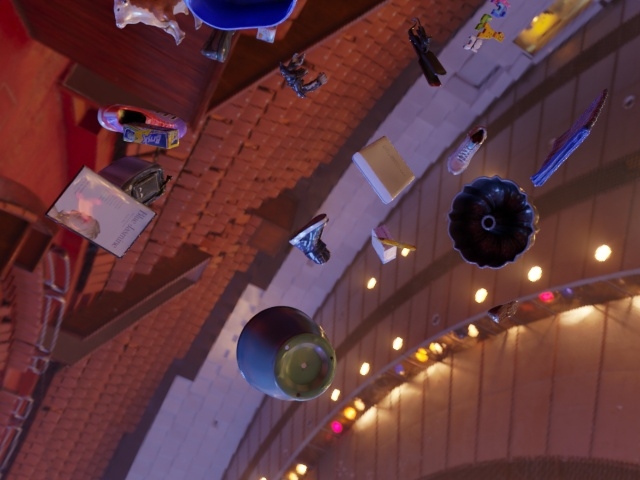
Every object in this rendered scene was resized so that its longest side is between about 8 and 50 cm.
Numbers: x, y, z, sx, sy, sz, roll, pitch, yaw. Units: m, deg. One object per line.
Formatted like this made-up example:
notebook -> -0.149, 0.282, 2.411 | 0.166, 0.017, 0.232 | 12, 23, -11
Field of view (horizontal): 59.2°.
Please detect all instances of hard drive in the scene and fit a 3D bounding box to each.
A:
hard drive -> 0.244, -0.274, 2.122 | 0.040, 0.210, 0.319 | -35, -177, 31

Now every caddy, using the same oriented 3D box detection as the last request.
caddy -> -0.208, -0.680, 1.456 | 0.241, 0.341, 0.179 | 73, 29, -44

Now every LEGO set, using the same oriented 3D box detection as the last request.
LEGO set -> 0.635, -0.784, 2.065 | 0.227, 0.093, 0.087 | -59, -158, 19

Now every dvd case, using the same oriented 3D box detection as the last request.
dvd case -> -0.634, -0.077, 1.641 | 0.180, 0.253, 0.022 | -51, -147, 1

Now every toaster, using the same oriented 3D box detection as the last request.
toaster -> -0.602, -0.186, 1.799 | 0.227, 0.146, 0.129 | -47, 151, -44

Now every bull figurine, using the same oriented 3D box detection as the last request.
bull figurine -> -0.429, -0.659, 1.582 | 0.101, 0.188, 0.310 | -15, -147, 51

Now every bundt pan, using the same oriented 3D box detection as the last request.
bundt pan -> 0.626, -0.066, 2.001 | 0.331, 0.124, 0.330 | 3, -86, 44

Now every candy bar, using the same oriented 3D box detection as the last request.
candy bar -> 0.240, 0.010, 1.800 | 0.040, 0.161, 0.018 | 27, -78, 57

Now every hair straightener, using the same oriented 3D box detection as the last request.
hair straightener -> 0.297, -0.539, 1.562 | 0.089, 0.047, 0.230 | 115, -34, -57

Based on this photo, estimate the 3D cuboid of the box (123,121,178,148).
box -> -0.526, -0.328, 1.750 | 0.059, 0.169, 0.054 | -41, 140, -61

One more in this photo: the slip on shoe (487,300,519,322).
slip on shoe -> 0.554, 0.210, 1.706 | 0.041, 0.135, 0.051 | 29, -55, 38

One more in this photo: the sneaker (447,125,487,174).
sneaker -> 0.489, -0.306, 1.881 | 0.190, 0.071, 0.083 | -58, 175, 5

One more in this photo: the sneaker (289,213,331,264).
sneaker -> 0.000, -0.001, 2.185 | 0.226, 0.163, 0.086 | -37, -169, 46

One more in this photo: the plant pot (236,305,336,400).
plant pot -> -0.081, 0.337, 1.609 | 0.271, 0.272, 0.255 | -64, -161, -8

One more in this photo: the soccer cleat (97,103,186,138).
soccer cleat -> -0.575, -0.392, 1.893 | 0.116, 0.318, 0.108 | 13, -83, 43

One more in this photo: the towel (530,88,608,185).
towel -> 0.765, -0.319, 1.727 | 0.336, 0.040, 0.243 | -45, 171, -44

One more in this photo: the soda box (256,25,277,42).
soda box -> -0.164, -0.744, 1.867 | 0.063, 0.058, 0.183 | 119, -17, -59

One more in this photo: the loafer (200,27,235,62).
loafer -> -0.329, -0.719, 1.884 | 0.096, 0.084, 0.267 | 101, 1, -66

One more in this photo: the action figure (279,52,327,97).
action figure -> -0.069, -0.632, 2.155 | 0.141, 0.164, 0.275 | -40, -173, 13

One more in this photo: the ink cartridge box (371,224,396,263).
ink cartridge box -> 0.253, 0.009, 2.240 | 0.062, 0.104, 0.181 | -27, 159, -5
